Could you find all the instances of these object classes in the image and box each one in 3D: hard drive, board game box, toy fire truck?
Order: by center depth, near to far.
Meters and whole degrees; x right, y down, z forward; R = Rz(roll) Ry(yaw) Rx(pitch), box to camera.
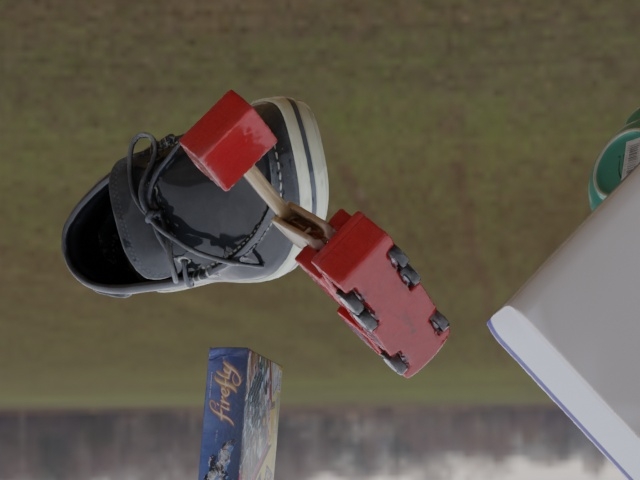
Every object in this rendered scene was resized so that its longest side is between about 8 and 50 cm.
[{"bbox_3d":[0.000,0.000,1.166,0.135,0.047,0.192,39,171,34],"label":"toy fire truck"},{"bbox_3d":[0.287,0.050,1.451,0.318,0.210,0.040,-41,178,-41],"label":"hard drive"},{"bbox_3d":[-0.083,0.235,1.867,0.042,0.243,0.165,3,170,11],"label":"board game box"}]

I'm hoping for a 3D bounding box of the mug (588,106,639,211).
[{"bbox_3d":[0.314,-0.060,1.801,0.097,0.129,0.158,29,-167,-33],"label":"mug"}]

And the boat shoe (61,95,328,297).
[{"bbox_3d":[-0.144,-0.031,2.074,0.156,0.187,0.500,-8,174,-31],"label":"boat shoe"}]
